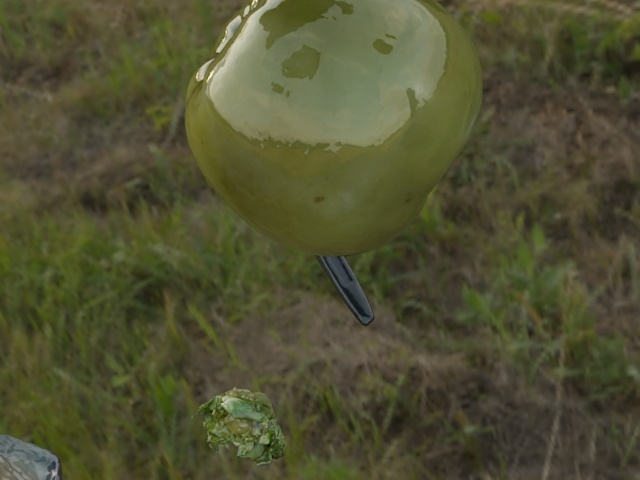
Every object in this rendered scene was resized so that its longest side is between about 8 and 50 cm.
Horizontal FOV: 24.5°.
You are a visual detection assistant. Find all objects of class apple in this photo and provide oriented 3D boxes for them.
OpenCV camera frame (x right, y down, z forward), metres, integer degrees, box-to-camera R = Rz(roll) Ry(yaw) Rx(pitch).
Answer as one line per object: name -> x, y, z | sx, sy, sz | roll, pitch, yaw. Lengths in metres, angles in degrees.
apple -> 0.012, -0.123, 1.333 | 0.262, 0.262, 0.262 | -10, 42, 10

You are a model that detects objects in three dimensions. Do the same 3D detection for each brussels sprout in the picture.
brussels sprout -> -0.064, 0.166, 1.329 | 0.085, 0.085, 0.058 | 19, 39, 35

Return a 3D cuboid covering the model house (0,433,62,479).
model house -> -0.343, 0.364, 1.596 | 0.298, 0.243, 0.284 | 40, 24, 16

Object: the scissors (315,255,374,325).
scissors -> 0.000, 0.000, 1.592 | 0.088, 0.017, 0.220 | -21, 65, -24
